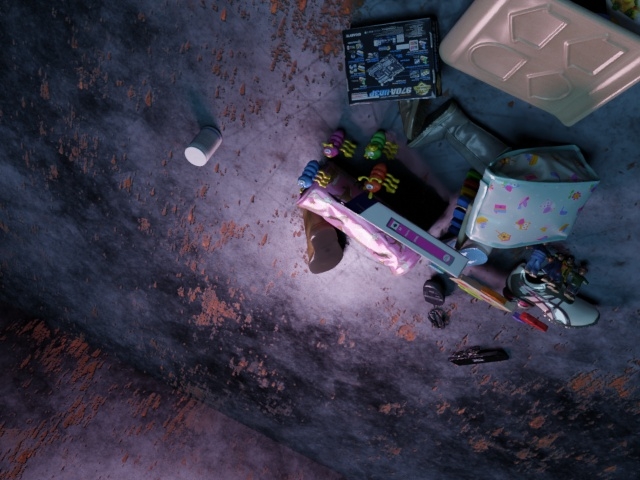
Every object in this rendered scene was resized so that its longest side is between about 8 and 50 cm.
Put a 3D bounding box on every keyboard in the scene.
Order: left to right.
[{"bbox_3d":[0.512,0.374,2.287,0.192,0.038,0.100,-17,146,38],"label":"keyboard"}]

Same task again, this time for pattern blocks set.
[{"bbox_3d":[0.458,0.145,1.956,0.325,0.026,0.285,32,178,-11],"label":"pattern blocks set"}]

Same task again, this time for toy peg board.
[{"bbox_3d":[0.378,-0.089,1.795,0.079,0.161,0.161,31,141,21],"label":"toy peg board"}]

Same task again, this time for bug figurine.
[{"bbox_3d":[0.072,-0.202,1.796,0.279,0.216,0.072,5,145,26],"label":"bug figurine"}]

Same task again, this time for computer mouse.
[{"bbox_3d":[0.364,0.198,2.181,0.071,0.041,0.242,16,145,26],"label":"computer mouse"}]

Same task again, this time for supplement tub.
[{"bbox_3d":[-0.338,-0.274,2.019,0.071,0.107,0.071,15,137,15],"label":"supplement tub"}]

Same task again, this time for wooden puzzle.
[{"bbox_3d":[0.454,-0.395,1.419,0.348,0.080,0.322,28,161,-6],"label":"wooden puzzle"}]

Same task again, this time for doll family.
[{"bbox_3d":[0.628,0.069,1.854,0.193,0.111,0.076,32,174,-22],"label":"doll family"}]

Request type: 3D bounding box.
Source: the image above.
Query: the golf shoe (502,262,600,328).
[{"bbox_3d":[0.649,0.157,1.933,0.273,0.105,0.120,20,132,9],"label":"golf shoe"}]

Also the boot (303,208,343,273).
[{"bbox_3d":[0.000,0.000,2.142,0.112,0.115,0.305,-19,150,-9],"label":"boot"}]

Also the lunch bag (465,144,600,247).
[{"bbox_3d":[0.481,-0.103,1.655,0.263,0.160,0.223,-6,139,-12],"label":"lunch bag"}]

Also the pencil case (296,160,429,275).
[{"bbox_3d":[0.124,-0.057,1.956,0.386,0.167,0.160,35,95,-9],"label":"pencil case"}]

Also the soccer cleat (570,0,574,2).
[{"bbox_3d":[0.424,-0.489,1.417,0.179,0.072,0.060,10,136,20],"label":"soccer cleat"}]

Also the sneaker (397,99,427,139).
[{"bbox_3d":[0.214,-0.340,1.674,0.071,0.066,0.188,21,117,30],"label":"sneaker"}]

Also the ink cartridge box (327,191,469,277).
[{"bbox_3d":[0.196,-0.037,1.789,0.371,0.176,0.069,29,97,-13],"label":"ink cartridge box"}]

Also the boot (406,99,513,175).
[{"bbox_3d":[0.343,-0.232,1.734,0.209,0.076,0.190,35,141,-19],"label":"boot"}]

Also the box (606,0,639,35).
[{"bbox_3d":[0.564,-0.530,1.306,0.063,0.067,0.324,-1,130,29],"label":"box"}]

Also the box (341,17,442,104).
[{"bbox_3d":[0.163,-0.409,1.604,0.220,0.051,0.175,0,105,27],"label":"box"}]

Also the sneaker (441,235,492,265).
[{"bbox_3d":[0.397,0.018,1.942,0.087,0.092,0.229,45,156,-21],"label":"sneaker"}]
